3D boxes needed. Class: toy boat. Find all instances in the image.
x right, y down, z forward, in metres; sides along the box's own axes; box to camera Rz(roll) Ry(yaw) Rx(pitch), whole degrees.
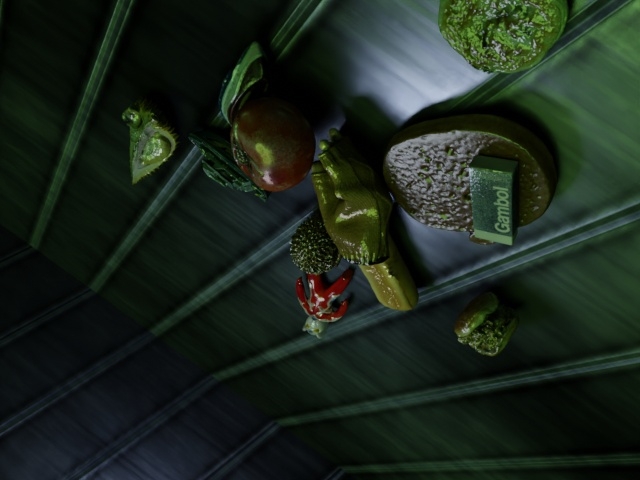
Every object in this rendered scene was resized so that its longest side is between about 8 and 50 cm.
[{"bbox_3d":[-0.192,-0.386,1.534,0.262,0.114,0.115,-44,63,55],"label":"toy boat"},{"bbox_3d":[-0.261,-0.218,1.771,0.296,0.122,0.114,36,169,8],"label":"toy boat"}]

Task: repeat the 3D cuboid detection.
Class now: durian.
[{"bbox_3d":[-0.522,-0.316,1.849,0.172,0.166,0.306,42,145,-3],"label":"durian"},{"bbox_3d":[0.000,0.000,1.761,0.167,0.196,0.196,17,145,-5],"label":"durian"}]

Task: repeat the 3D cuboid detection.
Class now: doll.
[{"bbox_3d":[0.002,0.197,2.049,0.188,0.099,0.383,26,141,16],"label":"doll"}]

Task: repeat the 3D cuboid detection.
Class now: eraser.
[{"bbox_3d":[0.366,-0.083,1.307,0.092,0.046,0.212,15,144,29],"label":"eraser"}]

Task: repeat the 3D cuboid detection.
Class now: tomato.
[{"bbox_3d":[-0.107,-0.235,1.502,0.232,0.189,0.232,47,156,28],"label":"tomato"}]

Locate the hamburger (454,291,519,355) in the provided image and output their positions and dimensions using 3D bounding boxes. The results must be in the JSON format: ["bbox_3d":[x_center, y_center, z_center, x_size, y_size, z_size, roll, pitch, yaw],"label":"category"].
[{"bbox_3d":[0.428,0.213,1.637,0.131,0.159,0.185,34,173,-1],"label":"hamburger"}]

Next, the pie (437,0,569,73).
[{"bbox_3d":[0.316,-0.401,1.097,0.241,0.054,0.240,25,146,18],"label":"pie"}]

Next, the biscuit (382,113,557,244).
[{"bbox_3d":[0.329,-0.132,1.387,0.395,0.070,0.350,3,137,39],"label":"biscuit"}]

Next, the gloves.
[{"bbox_3d":[0.079,-0.107,1.534,0.203,0.155,0.356,14,129,59],"label":"gloves"}]

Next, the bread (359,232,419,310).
[{"bbox_3d":[0.174,0.064,1.732,0.142,0.091,0.305,6,135,47],"label":"bread"}]
